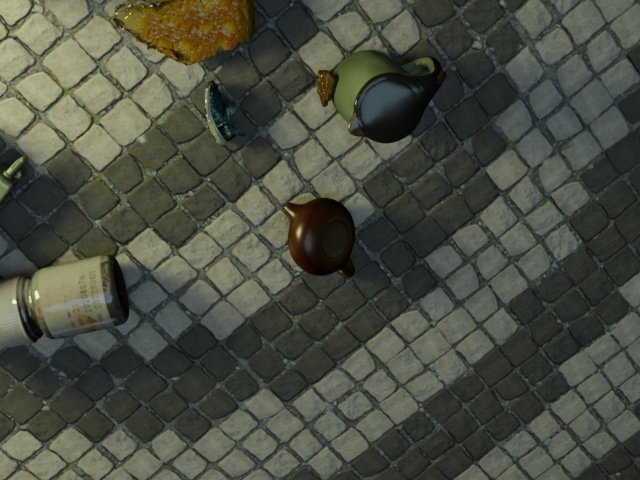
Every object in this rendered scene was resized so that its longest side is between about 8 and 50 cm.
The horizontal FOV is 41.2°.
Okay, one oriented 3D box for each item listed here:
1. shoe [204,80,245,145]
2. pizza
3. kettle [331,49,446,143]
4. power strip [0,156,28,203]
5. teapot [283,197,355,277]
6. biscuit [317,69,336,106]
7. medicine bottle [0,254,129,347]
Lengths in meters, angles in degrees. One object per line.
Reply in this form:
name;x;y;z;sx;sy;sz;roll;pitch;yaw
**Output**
shoe;-0.213;-0.277;1.838;0.071;0.064;0.143;-17;115;-1
pizza;-0.278;-0.459;1.754;0.297;0.071;0.189;-15;125;1
kettle;0.142;-0.315;1.777;0.240;0.255;0.165;-30;110;3
power strip;-0.718;-0.074;1.819;0.053;0.093;0.288;37;101;-16
teapot;0.000;0.000;1.956;0.178;0.135;0.252;-53;132;-18
biscuit;0.012;-0.333;1.837;0.016;0.092;0.082;-5;90;-20
medicine bottle;-0.575;0.136;1.885;0.273;0.165;0.165;-14;112;-3
